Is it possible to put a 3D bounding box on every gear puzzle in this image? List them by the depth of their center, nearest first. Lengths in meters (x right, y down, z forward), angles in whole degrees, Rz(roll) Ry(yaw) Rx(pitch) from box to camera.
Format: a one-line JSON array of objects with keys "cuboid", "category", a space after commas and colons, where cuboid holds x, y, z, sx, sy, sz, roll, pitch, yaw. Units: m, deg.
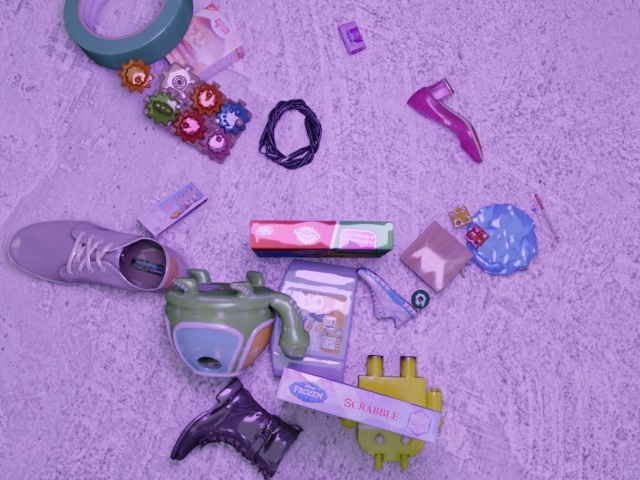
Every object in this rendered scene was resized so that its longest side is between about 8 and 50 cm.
[{"cuboid": [-0.344, -0.350, 1.578, 0.339, 0.044, 0.175, 32, 88, -16], "category": "gear puzzle"}]

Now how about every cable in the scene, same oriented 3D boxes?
[{"cuboid": [-0.069, -0.281, 1.633, 0.151, 0.047, 0.184, 22, 81, 1], "category": "cable"}]

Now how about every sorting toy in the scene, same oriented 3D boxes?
[{"cuboid": [0.297, 0.037, 1.591, 0.132, 0.046, 0.274, 43, 86, 13], "category": "sorting toy"}]

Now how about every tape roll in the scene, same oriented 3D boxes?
[{"cuboid": [-0.490, -0.594, 1.611, 0.321, 0.077, 0.321, -3, 71, 10], "category": "tape roll"}]

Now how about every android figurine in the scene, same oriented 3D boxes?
[{"cuboid": [0.173, 0.417, 1.536, 0.248, 0.056, 0.272, 4, 80, -1], "category": "android figurine"}]

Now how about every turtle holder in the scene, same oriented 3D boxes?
[{"cuboid": [-0.203, 0.192, 1.480, 0.320, 0.243, 0.227, 1, 94, -20], "category": "turtle holder"}]

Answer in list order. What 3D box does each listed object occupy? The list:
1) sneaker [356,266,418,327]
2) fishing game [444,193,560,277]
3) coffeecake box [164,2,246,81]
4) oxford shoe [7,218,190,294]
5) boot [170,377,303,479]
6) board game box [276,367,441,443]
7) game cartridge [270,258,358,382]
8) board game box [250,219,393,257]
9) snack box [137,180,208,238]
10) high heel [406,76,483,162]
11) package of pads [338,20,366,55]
[{"cuboid": [0.150, 0.146, 1.559, 0.191, 0.071, 0.083, 43, 95, -8], "category": "sneaker"}, {"cuboid": [0.464, -0.002, 1.613, 0.264, 0.041, 0.189, -25, 82, 4], "category": "fishing game"}, {"cuboid": [-0.313, -0.504, 1.647, 0.185, 0.068, 0.142, -36, 83, -6], "category": "coffeecake box"}, {"cuboid": [-0.544, 0.036, 1.534, 0.449, 0.130, 0.169, 11, 83, 1], "category": "oxford shoe"}, {"cuboid": [-0.198, 0.482, 1.497, 0.229, 0.091, 0.263, 44, 81, 5], "category": "boot"}, {"cuboid": [0.068, 0.346, 1.357, 0.318, 0.318, 0.065, 16, 78, 0], "category": "board game box"}, {"cuboid": [-0.022, 0.201, 1.563, 0.198, 0.062, 0.297, 9, 82, -5], "category": "game cartridge"}, {"cuboid": [0.000, 0.000, 1.498, 0.317, 0.242, 0.064, 0, 84, -1], "category": "board game box"}, {"cuboid": [-0.366, -0.078, 1.569, 0.064, 0.022, 0.178, 44, 57, 7], "category": "snack box"}, {"cuboid": [0.328, -0.294, 1.645, 0.117, 0.082, 0.244, -28, 97, 23], "category": "high heel"}, {"cuboid": [0.084, -0.542, 1.683, 0.050, 0.032, 0.083, -22, 83, -3], "category": "package of pads"}]
